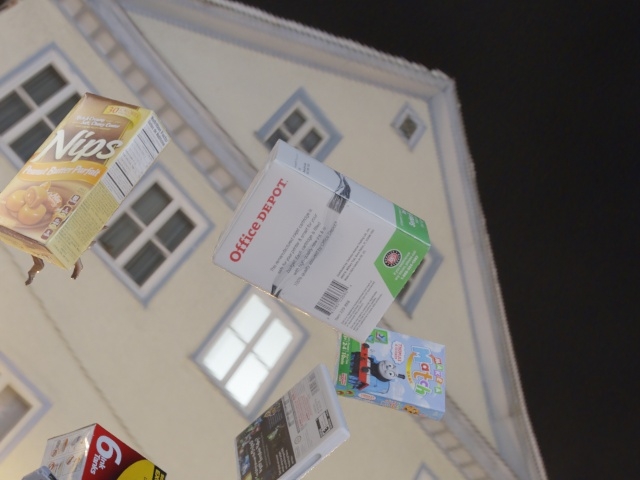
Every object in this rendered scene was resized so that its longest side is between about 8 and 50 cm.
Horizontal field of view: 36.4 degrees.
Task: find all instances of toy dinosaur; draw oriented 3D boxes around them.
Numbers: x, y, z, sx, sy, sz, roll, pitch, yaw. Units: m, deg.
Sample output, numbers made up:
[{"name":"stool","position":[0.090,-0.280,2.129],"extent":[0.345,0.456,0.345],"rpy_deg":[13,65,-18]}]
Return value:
[{"name":"toy dinosaur","position":[-0.588,-0.021,2.026],"extent":[0.296,0.127,0.200],"rpy_deg":[-4,-48,38]}]

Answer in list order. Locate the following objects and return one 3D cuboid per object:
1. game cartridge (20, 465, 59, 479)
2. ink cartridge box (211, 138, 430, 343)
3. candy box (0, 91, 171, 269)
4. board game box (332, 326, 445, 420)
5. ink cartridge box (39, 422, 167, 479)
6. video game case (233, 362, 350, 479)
[{"name":"game cartridge","position":[-0.389,0.364,1.401],"extent":[0.056,0.017,0.083],"rpy_deg":[-31,-76,26]},{"name":"ink cartridge box","position":[0.000,0.000,1.582],"extent":[0.289,0.121,0.211],"rpy_deg":[30,-69,-11]},{"name":"candy box","position":[-0.437,-0.114,1.757],"extent":[0.183,0.316,0.087],"rpy_deg":[19,-26,32]},{"name":"board game box","position":[0.132,0.242,1.842],"extent":[0.212,0.160,0.039],"rpy_deg":[16,-45,-9]},{"name":"ink cartridge box","position":[-0.384,0.531,1.726],"extent":[0.130,0.309,0.272],"rpy_deg":[-22,-48,26]},{"name":"video game case","position":[-0.044,0.265,1.306],"extent":[0.173,0.190,0.022],"rpy_deg":[-42,-70,6]}]
